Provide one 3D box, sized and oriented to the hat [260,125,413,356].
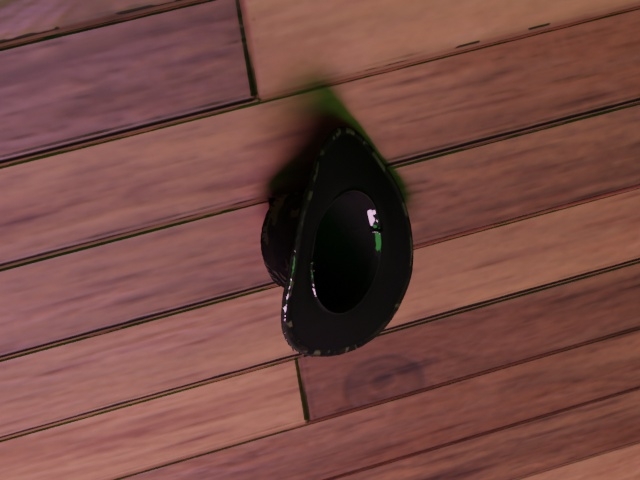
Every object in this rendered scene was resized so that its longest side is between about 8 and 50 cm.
[{"bbox_3d":[0.000,0.000,0.639,0.121,0.050,0.121,-22,117,-52],"label":"hat"}]
